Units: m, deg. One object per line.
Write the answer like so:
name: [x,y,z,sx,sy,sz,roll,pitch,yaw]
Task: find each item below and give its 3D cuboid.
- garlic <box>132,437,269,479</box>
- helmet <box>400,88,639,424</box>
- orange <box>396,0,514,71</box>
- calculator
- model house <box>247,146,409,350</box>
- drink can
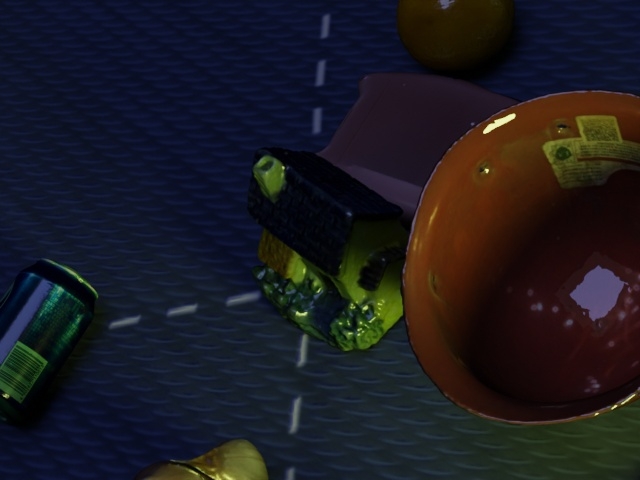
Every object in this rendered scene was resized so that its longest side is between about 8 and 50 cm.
garlic: [-0.147,0.326,1.756,0.214,0.191,0.160,-22,74,-3]
helmet: [0.277,0.053,1.676,0.337,0.230,0.385,12,70,26]
orange: [0.173,-0.298,2.050,0.159,0.136,0.159,-16,49,19]
calculator: [0.141,-0.116,1.994,0.330,0.048,0.220,18,65,34]
model house: [0.000,0.000,1.876,0.170,0.211,0.194,-44,50,-10]
drink can: [-0.380,0.130,2.042,0.118,0.118,0.205,17,65,36]
